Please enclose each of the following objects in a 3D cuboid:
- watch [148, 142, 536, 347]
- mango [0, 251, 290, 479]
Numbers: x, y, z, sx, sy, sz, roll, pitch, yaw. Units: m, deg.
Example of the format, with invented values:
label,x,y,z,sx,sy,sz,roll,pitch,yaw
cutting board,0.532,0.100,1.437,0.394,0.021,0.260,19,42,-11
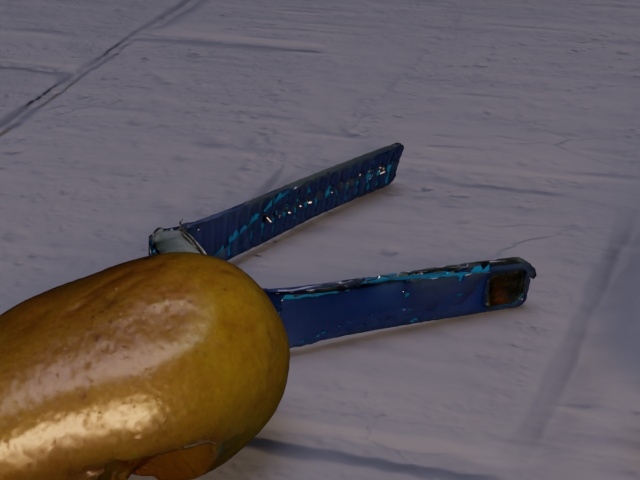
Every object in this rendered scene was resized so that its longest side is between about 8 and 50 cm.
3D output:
label,x,y,z,sx,sy,sz,roll,pitch,yaw
watch,-0.010,-0.003,1.263,0.275,0.068,0.276,-11,26,-17
mango,-0.142,0.098,0.998,0.262,0.130,0.167,-20,35,-19
